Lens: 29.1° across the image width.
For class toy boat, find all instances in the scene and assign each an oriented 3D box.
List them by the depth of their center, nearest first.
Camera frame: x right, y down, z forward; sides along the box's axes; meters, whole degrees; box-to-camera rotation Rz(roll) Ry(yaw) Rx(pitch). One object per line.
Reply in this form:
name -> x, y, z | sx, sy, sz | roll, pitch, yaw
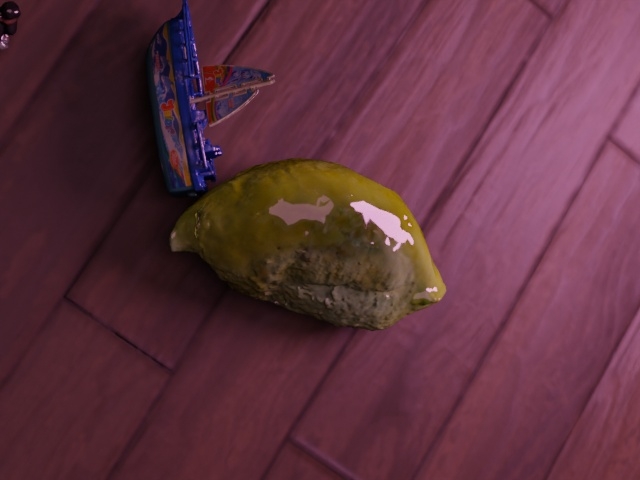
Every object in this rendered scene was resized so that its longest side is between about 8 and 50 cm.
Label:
toy boat -> -0.093, -0.128, 1.067 | 0.110, 0.091, 0.175 | -10, 85, -1

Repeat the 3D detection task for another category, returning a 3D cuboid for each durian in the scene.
durian -> 0.000, 0.000, 1.083 | 0.250, 0.101, 0.139 | 25, 83, -26

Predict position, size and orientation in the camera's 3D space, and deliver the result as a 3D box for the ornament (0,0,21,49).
ornament -> -0.345, -0.174, 0.992 | 0.196, 0.153, 0.166 | -5, 90, -43
